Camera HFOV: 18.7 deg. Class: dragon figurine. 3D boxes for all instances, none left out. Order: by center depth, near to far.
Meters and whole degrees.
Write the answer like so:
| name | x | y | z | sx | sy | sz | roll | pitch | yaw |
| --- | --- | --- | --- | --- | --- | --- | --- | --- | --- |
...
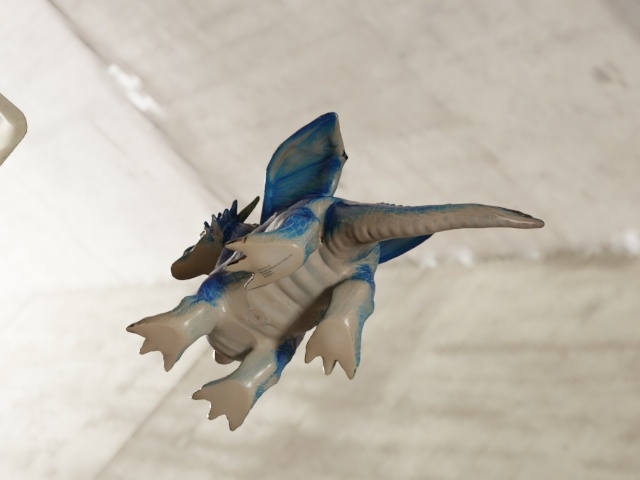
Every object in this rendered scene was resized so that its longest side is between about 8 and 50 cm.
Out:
| name | x | y | z | sx | sy | sz | roll | pitch | yaw |
| --- | --- | --- | --- | --- | --- | --- | --- | --- | --- |
| dragon figurine | 0.000 | 0.000 | 0.932 | 0.085 | 0.144 | 0.289 | 42 | -45 | -10 |

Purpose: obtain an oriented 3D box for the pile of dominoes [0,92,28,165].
| name | x | y | z | sx | sy | sz | roll | pitch | yaw |
| --- | --- | --- | --- | --- | --- | --- | --- | --- | --- |
| pile of dominoes | -0.240 | -0.047 | 0.604 | 0.251 | 0.196 | 0.040 | 41 | -16 | -15 |
